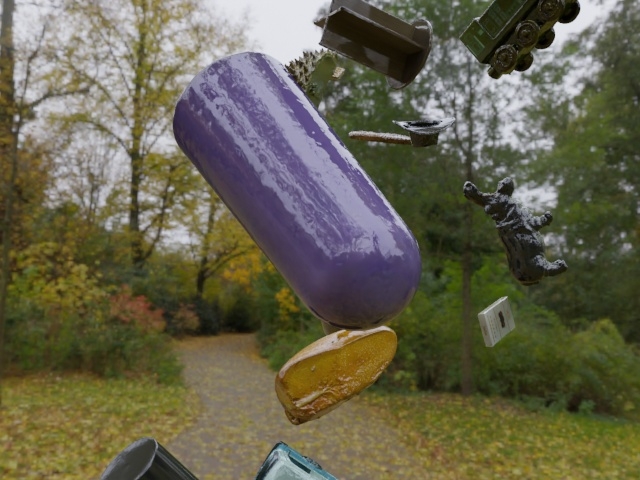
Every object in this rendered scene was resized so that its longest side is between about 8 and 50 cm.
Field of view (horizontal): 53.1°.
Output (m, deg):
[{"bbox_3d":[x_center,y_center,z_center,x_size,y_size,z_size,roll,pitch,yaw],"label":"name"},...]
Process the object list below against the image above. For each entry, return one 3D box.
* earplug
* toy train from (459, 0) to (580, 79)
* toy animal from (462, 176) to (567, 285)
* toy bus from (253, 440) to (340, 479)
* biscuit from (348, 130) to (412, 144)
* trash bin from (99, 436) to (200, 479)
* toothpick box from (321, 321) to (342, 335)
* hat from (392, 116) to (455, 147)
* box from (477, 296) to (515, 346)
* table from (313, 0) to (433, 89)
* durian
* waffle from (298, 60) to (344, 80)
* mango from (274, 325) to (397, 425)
[{"bbox_3d":[-0.028,-0.061,0.925,0.215,0.456,0.215,-26,-32,-18],"label":"earplug"},{"bbox_3d":[0.379,-0.418,1.213,0.090,0.137,0.225,-13,-27,-45],"label":"toy train"},{"bbox_3d":[0.538,-0.044,1.752,0.168,0.343,0.106,-31,-8,7],"label":"toy animal"},{"bbox_3d":[-0.011,0.527,1.272,0.271,0.133,0.165,30,-8,9],"label":"toy bus"},{"bbox_3d":[0.173,-0.295,1.833,0.187,0.027,0.188,7,11,-1],"label":"biscuit"},{"bbox_3d":[-0.375,0.662,1.596,0.214,0.334,0.214,-29,21,12],"label":"trash bin"},{"bbox_3d":[0.047,0.229,2.100,0.111,0.111,0.181,1,-44,15],"label":"toothpick box"},{"bbox_3d":[0.188,-0.198,1.177,0.121,0.050,0.121,-3,19,1],"label":"hat"},{"bbox_3d":[0.472,0.216,1.715,0.024,0.090,0.167,-14,3,39],"label":"box"},{"bbox_3d":[0.109,-0.456,1.429,0.226,0.167,0.167,17,-12,-26],"label":"table"},{"bbox_3d":[-0.041,-0.283,1.276,0.139,0.252,0.144,20,-8,-39],"label":"durian"},{"bbox_3d":[-0.005,-0.473,1.777,0.135,0.021,0.092,14,32,9],"label":"waffle"},{"bbox_3d":[0.044,0.320,1.643,0.350,0.201,0.199,-33,43,-18],"label":"mango"}]
